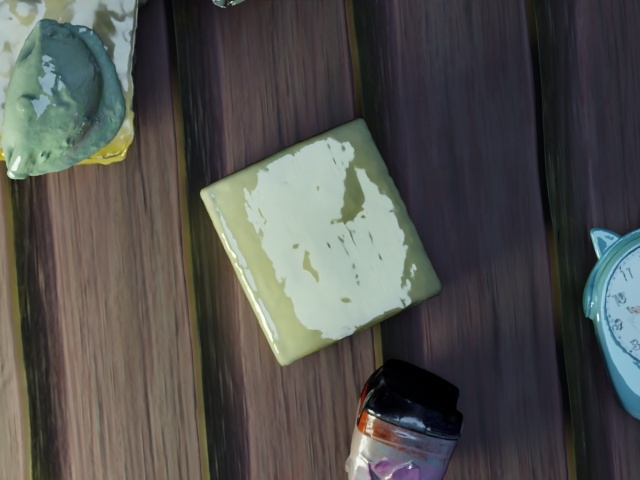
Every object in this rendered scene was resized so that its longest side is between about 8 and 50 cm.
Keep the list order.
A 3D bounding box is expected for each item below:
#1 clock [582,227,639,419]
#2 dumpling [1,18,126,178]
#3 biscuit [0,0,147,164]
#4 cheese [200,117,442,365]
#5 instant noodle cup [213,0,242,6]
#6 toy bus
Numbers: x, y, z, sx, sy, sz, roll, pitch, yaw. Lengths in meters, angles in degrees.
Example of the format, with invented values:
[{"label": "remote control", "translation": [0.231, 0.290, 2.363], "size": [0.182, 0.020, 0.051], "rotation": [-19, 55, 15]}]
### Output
[{"label": "clock", "translation": [0.467, 0.088, 1.872], "size": [0.223, 0.094, 0.274], "rotation": [-21, 87, 0]}, {"label": "dumpling", "translation": [-0.333, -0.172, 1.795], "size": [0.149, 0.105, 0.217], "rotation": [19, 92, -2]}, {"label": "biscuit", "translation": [-0.430, -0.311, 1.891], "size": [0.446, 0.104, 0.429], "rotation": [-3, 93, -1]}, {"label": "cheese", "translation": [0.000, 0.000, 1.869], "size": [0.242, 0.124, 0.266], "rotation": [-25, 89, -3]}, {"label": "instant noodle cup", "translation": [-0.109, -0.447, 1.823], "size": [0.258, 0.181, 0.303], "rotation": [-11, 89, 29]}, {"label": "toy bus", "translation": [0.106, 0.245, 1.775], "size": [0.127, 0.303, 0.147], "rotation": [18, 96, 2]}]
